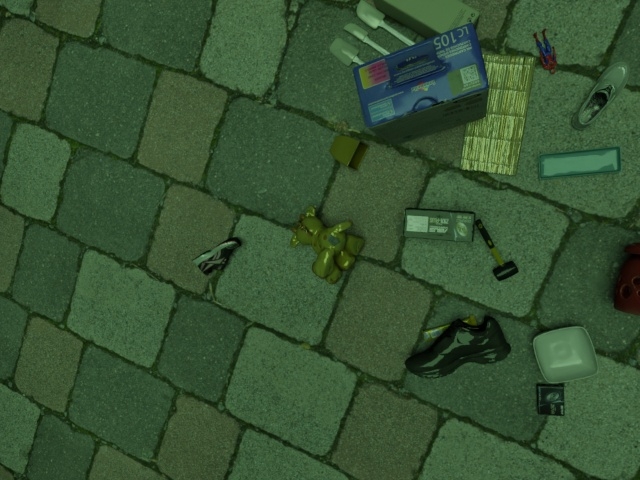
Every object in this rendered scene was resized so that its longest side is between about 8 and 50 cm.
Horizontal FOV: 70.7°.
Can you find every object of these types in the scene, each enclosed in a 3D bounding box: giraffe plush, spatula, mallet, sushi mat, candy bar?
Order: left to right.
[{"bbox_3d":[0.000,0.000,1.305,0.170,0.210,0.181,32,71,34],"label":"giraffe plush"},{"bbox_3d":[0.161,-0.541,1.279,0.242,0.019,0.168,38,101,6],"label":"spatula"},{"bbox_3d":[0.368,0.255,1.297,0.161,0.018,0.040,-20,91,16],"label":"candy bar"},{"bbox_3d":[0.458,0.029,1.217,0.062,0.039,0.189,-38,102,16],"label":"mallet"},{"bbox_3d":[0.474,-0.339,1.212,0.151,0.019,0.316,8,97,15],"label":"sushi mat"}]

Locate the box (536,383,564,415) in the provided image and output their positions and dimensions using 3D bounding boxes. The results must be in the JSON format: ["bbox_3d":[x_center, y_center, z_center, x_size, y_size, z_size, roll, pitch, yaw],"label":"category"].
[{"bbox_3d":[0.633,0.439,1.243,0.067,0.018,0.083,-2,95,16],"label":"box"}]

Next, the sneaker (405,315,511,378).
[{"bbox_3d":[0.368,0.289,1.253,0.286,0.109,0.130,-20,98,7],"label":"sneaker"}]

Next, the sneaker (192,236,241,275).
[{"bbox_3d":[-0.319,0.053,1.445,0.178,0.072,0.077,-27,100,24],"label":"sneaker"}]

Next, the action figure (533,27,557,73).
[{"bbox_3d":[0.584,-0.485,1.165,0.038,0.030,0.115,-20,92,11],"label":"action figure"}]

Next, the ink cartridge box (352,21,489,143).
[{"bbox_3d":[0.247,-0.352,1.067,0.270,0.395,0.151,-14,92,20],"label":"ink cartridge box"}]

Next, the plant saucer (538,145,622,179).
[{"bbox_3d":[0.671,-0.201,1.173,0.192,0.018,0.067,-4,94,14],"label":"plant saucer"}]

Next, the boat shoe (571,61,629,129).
[{"bbox_3d":[0.702,-0.363,1.125,0.066,0.063,0.184,42,104,8],"label":"boat shoe"}]

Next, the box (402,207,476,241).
[{"bbox_3d":[0.317,-0.045,1.215,0.180,0.147,0.077,5,96,14],"label":"box"}]

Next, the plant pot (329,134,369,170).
[{"bbox_3d":[0.075,-0.259,1.297,0.083,0.081,0.081,31,102,21],"label":"plant pot"}]

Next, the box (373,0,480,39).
[{"bbox_3d":[0.275,-0.608,1.193,0.275,0.113,0.094,36,103,8],"label":"box"}]

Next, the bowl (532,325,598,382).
[{"bbox_3d":[0.649,0.299,1.208,0.142,0.053,0.142,-18,91,16],"label":"bowl"}]

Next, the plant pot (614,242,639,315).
[{"bbox_3d":[0.820,0.096,1.074,0.191,0.191,0.174,7,94,14],"label":"plant pot"}]
